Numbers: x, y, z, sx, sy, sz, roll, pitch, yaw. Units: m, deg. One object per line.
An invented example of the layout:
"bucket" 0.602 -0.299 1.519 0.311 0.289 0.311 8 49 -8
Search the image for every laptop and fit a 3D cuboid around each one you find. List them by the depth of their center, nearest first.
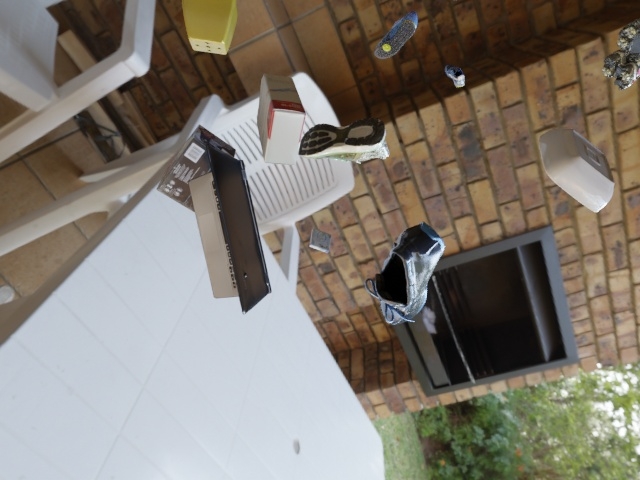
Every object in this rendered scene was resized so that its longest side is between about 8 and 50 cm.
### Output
"laptop" -0.287 -0.013 1.124 0.236 0.408 0.382 -14 93 -50

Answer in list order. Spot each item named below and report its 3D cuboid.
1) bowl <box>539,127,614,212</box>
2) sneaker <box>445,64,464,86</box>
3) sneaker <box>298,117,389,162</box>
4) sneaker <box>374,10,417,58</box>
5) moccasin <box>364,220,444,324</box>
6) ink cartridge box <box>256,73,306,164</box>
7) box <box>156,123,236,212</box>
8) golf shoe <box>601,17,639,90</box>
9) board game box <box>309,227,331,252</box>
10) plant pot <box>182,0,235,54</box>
"bowl" 0.463 -0.135 0.754 0.142 0.053 0.142 31 49 -13
"sneaker" 0.608 -0.756 1.899 0.059 0.053 0.144 63 4 -57
"sneaker" 0.088 -0.352 1.658 0.182 0.410 0.158 45 58 -48
"sneaker" 0.280 -0.756 1.556 0.069 0.209 0.082 26 63 -23
"moccasin" 0.166 0.089 0.948 0.138 0.117 0.342 44 -29 32
"ink cartridge box" -0.091 -0.270 0.932 0.175 0.072 0.127 -106 -156 -44
"box" -0.440 -0.257 1.502 0.163 0.247 0.142 34 23 -24
"golf shoe" 0.721 -0.437 0.920 0.105 0.120 0.273 55 14 9
"board game box" 0.000 0.000 1.858 0.090 0.020 0.090 21 55 -18
"plant pot" -0.465 -0.905 1.769 0.212 0.212 0.187 -144 -121 -79
